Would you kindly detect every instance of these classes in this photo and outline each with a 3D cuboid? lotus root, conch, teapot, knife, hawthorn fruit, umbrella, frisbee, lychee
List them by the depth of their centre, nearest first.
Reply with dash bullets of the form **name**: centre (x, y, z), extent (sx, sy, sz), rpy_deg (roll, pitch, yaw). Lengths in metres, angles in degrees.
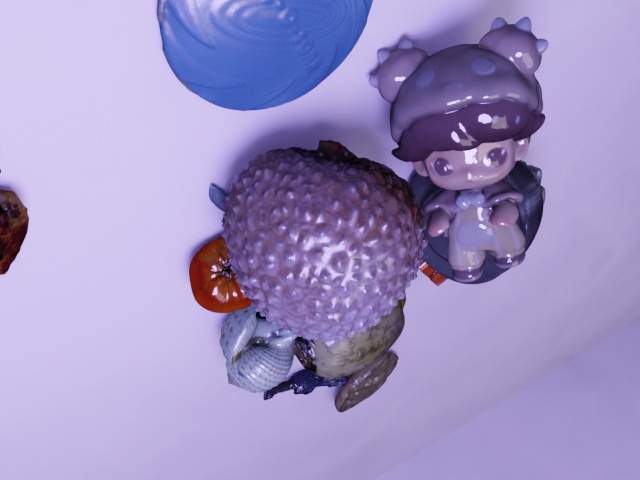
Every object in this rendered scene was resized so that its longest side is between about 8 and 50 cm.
- **frisbee**: centre (-0.047, -0.268, 0.722), extent (0.289, 0.049, 0.290), rpy_deg (-24, 145, -18)
- **lychee**: centre (-0.001, -0.003, 0.880), extent (0.300, 0.300, 0.300), rpy_deg (-24, 145, -18)
- **knife**: centre (-0.121, -0.038, 0.980), extent (0.028, 0.015, 0.210), rpy_deg (-35, 147, 11)
- **hawthorn fruit**: centre (-0.156, 0.055, 0.984), extent (0.125, 0.140, 0.125), rpy_deg (-7, 105, -28)
- **conch**: centre (-0.118, 0.188, 1.166), extent (0.172, 0.131, 0.200), rpy_deg (45, 69, -31)
- **teapot**: centre (0.305, -0.032, 1.181), extent (0.239, 0.239, 0.322), rpy_deg (-24, 142, -41)
- **lotus root**: centre (0.083, 0.188, 1.336), extent (0.309, 0.173, 0.173), rpy_deg (-25, 147, -29)
- **umbrella**: centre (-0.028, 0.345, 1.505), extent (0.248, 0.071, 0.071), rpy_deg (-6, 137, -32)

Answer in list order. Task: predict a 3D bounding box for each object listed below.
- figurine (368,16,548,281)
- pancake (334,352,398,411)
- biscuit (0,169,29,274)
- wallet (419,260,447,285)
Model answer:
- **figurine**: centre (0.229, -0.127, 0.917), extent (0.248, 0.203, 0.381), rpy_deg (-7, 112, 22)
- **pancake**: centre (0.130, 0.393, 1.726), extent (0.241, 0.050, 0.242), rpy_deg (-32, 153, -18)
- **biscuit**: centre (-0.450, 0.028, 0.612), extent (0.289, 0.081, 0.334), rpy_deg (-57, 172, 18)
- **wallet**: centre (0.326, 0.019, 1.429), extent (0.204, 0.045, 0.142), rpy_deg (-41, 147, 9)
